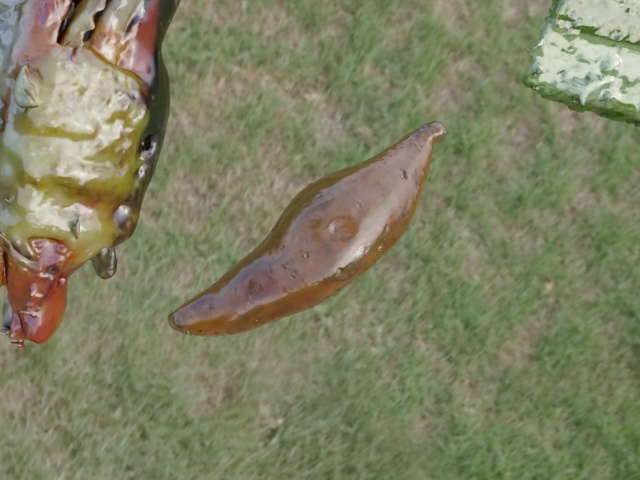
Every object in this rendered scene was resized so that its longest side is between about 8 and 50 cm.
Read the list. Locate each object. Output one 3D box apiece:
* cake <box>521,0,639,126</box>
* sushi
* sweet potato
[{"bbox_3d":[0.219,-0.120,0.743,0.235,0.100,0.099,10,25,-22],"label":"cake"},{"bbox_3d":[-0.135,-0.057,0.586,0.103,0.226,0.097,20,11,28],"label":"sushi"},{"bbox_3d":[0.005,-0.002,1.255,0.359,0.112,0.112,-43,82,-10],"label":"sweet potato"}]
